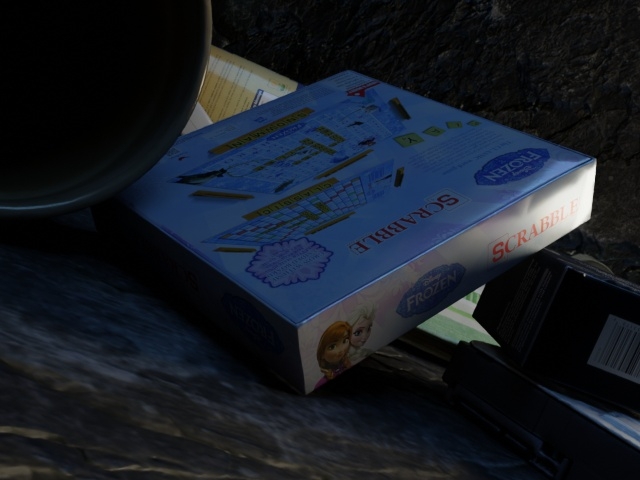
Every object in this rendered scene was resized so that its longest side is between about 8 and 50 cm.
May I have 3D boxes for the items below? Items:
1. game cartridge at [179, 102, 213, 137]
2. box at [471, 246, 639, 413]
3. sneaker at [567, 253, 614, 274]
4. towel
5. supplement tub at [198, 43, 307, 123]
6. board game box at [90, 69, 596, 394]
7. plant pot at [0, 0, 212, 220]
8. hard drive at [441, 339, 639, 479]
[{"bbox_3d":[-0.208,-0.185,1.327,0.294,0.060,0.196,56,-4,-30],"label":"game cartridge"},{"bbox_3d":[0.234,0.073,0.754,0.156,0.093,0.158,22,8,-8],"label":"box"},{"bbox_3d":[0.394,0.123,1.153,0.341,0.125,0.139,30,8,-44],"label":"sneaker"},{"bbox_3d":[0.138,0.056,1.028,0.248,0.038,0.325,24,21,-4],"label":"towel"},{"bbox_3d":[-0.187,-0.234,1.621,0.316,0.228,0.228,23,7,-7],"label":"supplement tub"},{"bbox_3d":[0.010,-0.038,0.762,0.318,0.066,0.318,-27,38,-29],"label":"board game box"},{"bbox_3d":[-0.297,-0.184,0.744,0.323,0.323,0.280,19,-7,-34],"label":"plant pot"},{"bbox_3d":[0.294,0.182,0.772,0.339,0.064,0.237,17,9,-40],"label":"hard drive"}]
